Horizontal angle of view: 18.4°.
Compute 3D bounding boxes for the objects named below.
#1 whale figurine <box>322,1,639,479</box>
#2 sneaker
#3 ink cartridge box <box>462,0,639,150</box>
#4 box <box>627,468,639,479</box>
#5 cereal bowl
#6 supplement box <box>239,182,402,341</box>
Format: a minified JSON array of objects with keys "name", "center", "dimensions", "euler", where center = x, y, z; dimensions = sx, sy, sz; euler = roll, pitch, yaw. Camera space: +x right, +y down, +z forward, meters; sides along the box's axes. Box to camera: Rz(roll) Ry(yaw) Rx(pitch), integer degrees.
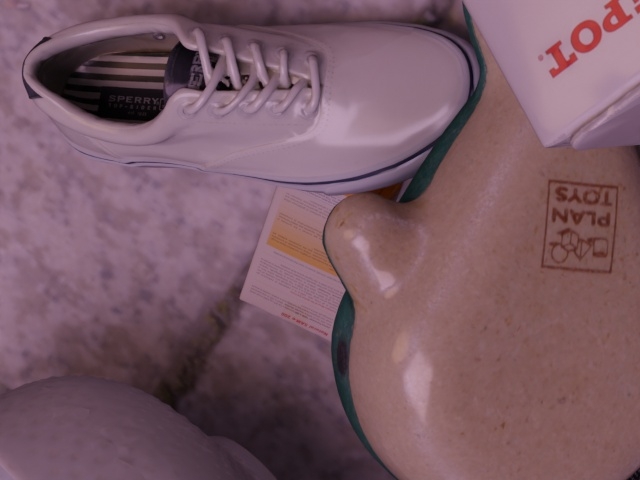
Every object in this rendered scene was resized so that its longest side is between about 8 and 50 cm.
[{"name":"whale figurine","center":[0.093,-0.001,0.986],"dimensions":[0.216,0.141,0.272],"euler":[3,96,-23]},{"name":"sneaker","center":[-0.040,-0.074,1.043],"dimensions":[0.258,0.091,0.094],"euler":[-3,79,23]},{"name":"ink cartridge box","center":[0.133,-0.205,0.846],"dimensions":[0.201,0.117,0.278],"euler":[-38,71,32]},{"name":"box","center":[0.122,0.193,1.064],"dimensions":[0.153,0.207,0.108],"euler":[-36,99,32]},{"name":"cereal bowl","center":[-0.077,0.218,1.146],"dimensions":[0.339,0.141,0.339],"euler":[48,156,30]},{"name":"supplement box","center":[0.000,0.000,1.114],"dimensions":[0.062,0.036,0.098],"euler":[25,121,9]}]
